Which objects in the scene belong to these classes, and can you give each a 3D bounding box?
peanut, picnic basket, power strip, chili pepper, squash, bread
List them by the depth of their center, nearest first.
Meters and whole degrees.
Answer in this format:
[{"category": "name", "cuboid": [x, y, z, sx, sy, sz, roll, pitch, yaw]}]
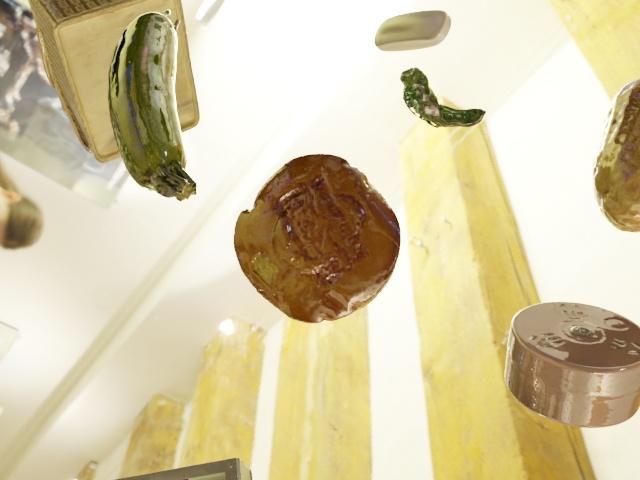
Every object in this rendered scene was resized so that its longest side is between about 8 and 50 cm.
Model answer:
[{"category": "squash", "cuboid": [-0.184, -0.154, 0.747, 0.080, 0.071, 0.318, -24, -130, 12]}, {"category": "power strip", "cuboid": [0.285, 0.132, 0.780, 0.154, 0.154, 0.078, -115, -156, -65]}, {"category": "peanut", "cuboid": [0.387, -0.106, 0.843, 0.226, 0.108, 0.095, -63, -177, -28]}, {"category": "bread", "cuboid": [0.000, 0.000, 1.140, 0.270, 0.270, 0.148, -59, 165, -1]}, {"category": "chili pepper", "cuboid": [0.210, -0.240, 1.259, 0.073, 0.182, 0.050, -60, -150, 11]}, {"category": "picnic basket", "cuboid": [-0.367, -0.325, 1.269, 0.175, 0.228, 0.312, 50, -25, 33]}]

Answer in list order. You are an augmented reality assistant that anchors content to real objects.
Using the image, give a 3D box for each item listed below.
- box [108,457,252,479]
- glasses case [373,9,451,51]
[{"category": "box", "cuboid": [-0.200, 0.371, 0.910, 0.086, 0.225, 0.129, 76, 3, -60]}, {"category": "glasses case", "cuboid": [0.189, -0.436, 1.471, 0.193, 0.049, 0.074, 10, -104, 47]}]
